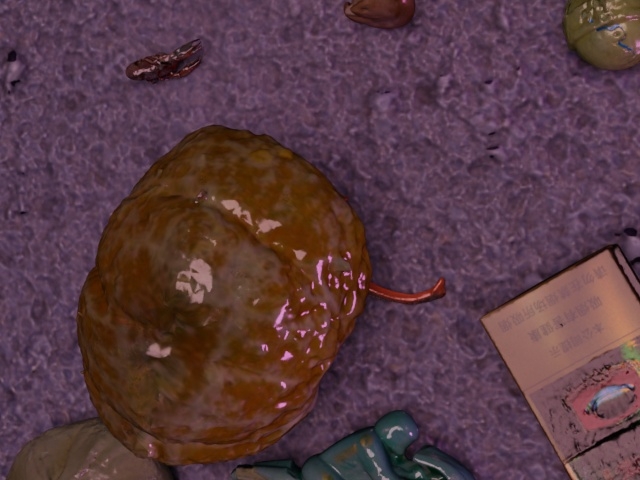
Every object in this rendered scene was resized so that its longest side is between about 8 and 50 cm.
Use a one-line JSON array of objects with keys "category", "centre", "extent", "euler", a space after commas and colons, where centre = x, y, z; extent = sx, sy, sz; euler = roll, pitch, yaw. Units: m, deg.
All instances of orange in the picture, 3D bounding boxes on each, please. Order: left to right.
[{"category": "orange", "centre": [-0.112, 0.076, 1.206], "extent": [0.270, 0.210, 0.369], "euler": [27, 107, 6]}]

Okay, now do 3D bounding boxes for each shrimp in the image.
[{"category": "shrimp", "centre": [-0.170, -0.195, 1.343], "extent": [0.092, 0.038, 0.029], "euler": [-18, 51, 11]}]

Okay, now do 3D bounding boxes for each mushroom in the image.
[{"category": "mushroom", "centre": [0.048, -0.327, 1.267], "extent": [0.097, 0.088, 0.213], "euler": [-9, 93, 22]}]

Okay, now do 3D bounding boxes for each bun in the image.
[{"category": "bun", "centre": [-0.259, 0.288, 1.313], "extent": [0.195, 0.118, 0.196], "euler": [1, 92, 17]}]

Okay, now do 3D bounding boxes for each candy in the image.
[{"category": "candy", "centre": [0.266, -0.333, 1.230], "extent": [0.093, 0.092, 0.336], "euler": [-25, 73, 48]}]

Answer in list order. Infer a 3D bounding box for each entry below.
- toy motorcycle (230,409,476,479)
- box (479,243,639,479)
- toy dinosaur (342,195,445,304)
[{"category": "toy motorcycle", "centre": [0.049, 0.278, 1.247], "extent": [0.296, 0.109, 0.198], "euler": [-5, 86, 12]}, {"category": "box", "centre": [0.287, 0.142, 1.210], "extent": [0.159, 0.071, 0.240], "euler": [-31, 83, 8]}, {"category": "toy dinosaur", "centre": [0.002, -0.001, 1.292], "extent": [0.279, 0.055, 0.102], "euler": [12, 101, 12]}]
